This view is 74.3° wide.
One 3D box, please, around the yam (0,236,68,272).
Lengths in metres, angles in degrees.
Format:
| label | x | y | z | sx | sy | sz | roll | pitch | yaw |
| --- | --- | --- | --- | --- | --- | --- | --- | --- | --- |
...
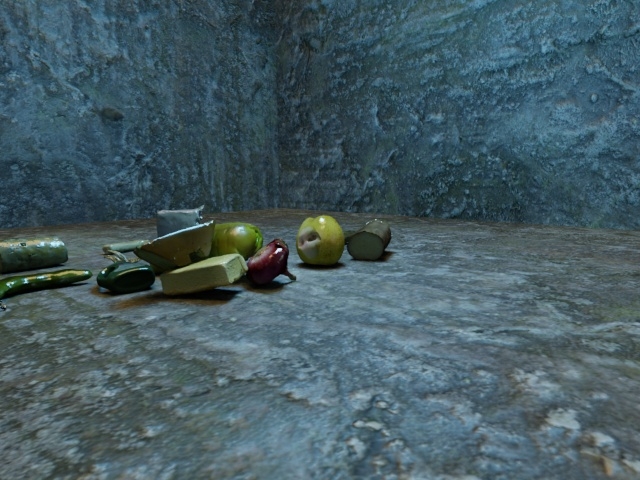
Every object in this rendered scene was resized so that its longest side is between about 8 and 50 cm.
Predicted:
| label | x | y | z | sx | sy | sz | roll | pitch | yaw |
| --- | --- | --- | --- | --- | --- | --- | --- | --- | --- |
| yam | -0.964 | 0.043 | 1.411 | 0.107 | 0.107 | 0.194 | 7 | 11 | 43 |

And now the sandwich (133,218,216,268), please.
| label | x | y | z | sx | sy | sz | roll | pitch | yaw |
| --- | --- | --- | --- | --- | --- | --- | --- | --- | --- |
| sandwich | -0.363 | 0.021 | 1.104 | 0.090 | 0.088 | 0.244 | -18 | 7 | 39 |

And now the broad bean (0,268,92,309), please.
| label | x | y | z | sx | sy | sz | roll | pitch | yaw |
| --- | --- | --- | --- | --- | --- | --- | --- | --- | --- |
| broad bean | -0.750 | 0.119 | 1.095 | 0.144 | 0.049 | 0.292 | 8 | 12 | 14 |

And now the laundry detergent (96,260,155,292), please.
| label | x | y | z | sx | sy | sz | roll | pitch | yaw |
| --- | --- | --- | --- | --- | --- | --- | --- | --- | --- |
| laundry detergent | -0.552 | 0.095 | 1.172 | 0.137 | 0.063 | 0.211 | -16 | 16 | -39 |

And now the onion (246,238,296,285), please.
| label | x | y | z | sx | sy | sz | roll | pitch | yaw |
| --- | --- | --- | --- | --- | --- | --- | --- | --- | --- |
| onion | -0.125 | 0.078 | 1.171 | 0.150 | 0.140 | 0.150 | -39 | 19 | 16 |

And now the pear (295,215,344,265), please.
| label | x | y | z | sx | sy | sz | roll | pitch | yaw |
| --- | --- | --- | --- | --- | --- | --- | --- | --- | --- |
| pear | 0.000 | 0.000 | 1.418 | 0.178 | 0.178 | 0.178 | -1 | 8 | 0 |

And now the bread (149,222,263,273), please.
| label | x | y | z | sx | sy | sz | roll | pitch | yaw |
| --- | --- | --- | --- | --- | --- | --- | --- | --- | --- |
| bread | -0.356 | 0.015 | 1.282 | 0.383 | 0.112 | 0.166 | -8 | 22 | 26 |

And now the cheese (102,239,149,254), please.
| label | x | y | z | sx | sy | sz | roll | pitch | yaw |
| --- | --- | --- | --- | --- | --- | --- | --- | --- | --- |
| cheese | -0.797 | 0.024 | 1.739 | 0.065 | 0.043 | 0.194 | 6 | 11 | 32 |

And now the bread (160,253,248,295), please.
| label | x | y | z | sx | sy | sz | roll | pitch | yaw |
| --- | --- | --- | --- | --- | --- | --- | --- | --- | --- |
| bread | -0.295 | 0.087 | 1.075 | 0.188 | 0.068 | 0.125 | -11 | 9 | 12 |

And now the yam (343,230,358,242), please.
| label | x | y | z | sx | sy | sz | roll | pitch | yaw |
| --- | --- | --- | --- | --- | --- | --- | --- | --- | --- |
| yam | 0.153 | -0.018 | 1.899 | 0.253 | 0.061 | 0.061 | -7 | 10 | -39 |

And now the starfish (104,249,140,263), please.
| label | x | y | z | sx | sy | sz | roll | pitch | yaw |
| --- | --- | --- | --- | --- | --- | --- | --- | --- | --- |
| starfish | -0.644 | 0.072 | 1.415 | 0.130 | 0.041 | 0.133 | -14 | 41 | -38 |

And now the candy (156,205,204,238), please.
| label | x | y | z | sx | sy | sz | roll | pitch | yaw |
| --- | --- | --- | --- | --- | --- | --- | --- | --- | --- |
| candy | -0.592 | -0.054 | 1.783 | 0.195 | 0.185 | 0.137 | -2 | 4 | -8 |

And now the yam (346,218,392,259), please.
| label | x | y | z | sx | sy | sz | roll | pitch | yaw |
| --- | --- | --- | --- | --- | --- | --- | --- | --- | --- |
| yam | 0.190 | -0.004 | 1.573 | 0.129 | 0.128 | 0.238 | 35 | 21 | 6 |
